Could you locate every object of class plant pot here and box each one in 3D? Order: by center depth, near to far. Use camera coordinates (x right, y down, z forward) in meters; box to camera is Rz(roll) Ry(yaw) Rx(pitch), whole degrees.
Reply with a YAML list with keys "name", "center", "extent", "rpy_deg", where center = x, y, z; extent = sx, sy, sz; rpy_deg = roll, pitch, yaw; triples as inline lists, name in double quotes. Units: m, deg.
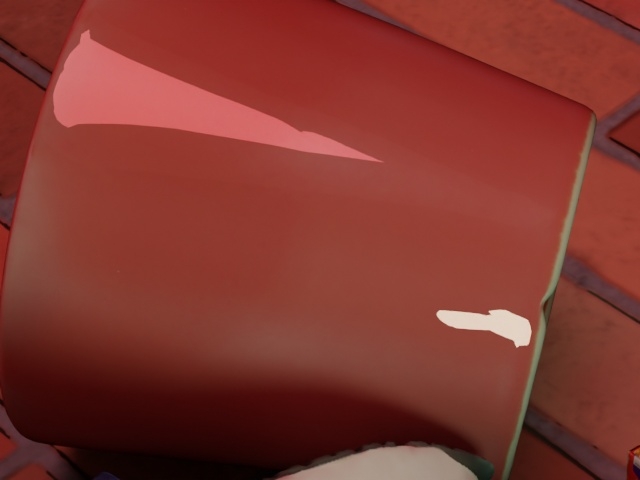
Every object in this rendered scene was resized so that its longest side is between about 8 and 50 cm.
- name: "plant pot"
  center: [0.000, 0.000, 0.923]
  extent: [0.243, 0.275, 0.275]
  rpy_deg: [13, 45, 7]

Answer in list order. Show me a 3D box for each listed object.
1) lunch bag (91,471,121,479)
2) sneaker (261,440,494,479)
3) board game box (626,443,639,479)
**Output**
- name: "lunch bag"
  center: [-0.098, 0.164, 0.877]
  extent: [0.098, 0.067, 0.065]
  rpy_deg: [24, 50, 30]
- name: "sneaker"
  center: [-0.056, 0.203, 0.705]
  extent: [0.410, 0.158, 0.182]
  rpy_deg: [-11, 64, -38]
- name: "board game box"
  center: [0.272, 0.117, 0.903]
  extent: [0.193, 0.045, 0.147]
  rpy_deg: [-26, 45, -21]
